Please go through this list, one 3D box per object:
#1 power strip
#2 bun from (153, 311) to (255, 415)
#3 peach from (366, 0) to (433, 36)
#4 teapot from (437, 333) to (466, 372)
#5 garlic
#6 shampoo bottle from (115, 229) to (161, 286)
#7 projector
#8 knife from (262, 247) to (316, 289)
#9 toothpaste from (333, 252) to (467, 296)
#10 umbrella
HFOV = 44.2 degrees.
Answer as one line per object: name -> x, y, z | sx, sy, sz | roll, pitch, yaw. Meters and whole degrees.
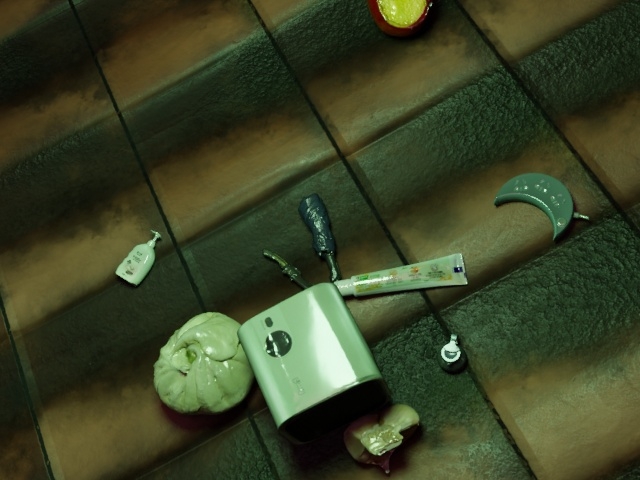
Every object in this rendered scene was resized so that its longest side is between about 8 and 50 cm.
power strip -> 0.536, -0.086, 1.887 | 0.216, 0.044, 0.137 | 33, 77, 25
bun -> -0.273, 0.292, 1.851 | 0.259, 0.160, 0.259 | -4, 65, 9
peach -> 0.216, -0.661, 2.137 | 0.196, 0.190, 0.226 | -42, 37, 32
teapot -> 0.299, 0.252, 1.784 | 0.066, 0.057, 0.088 | 9, 69, 17
garlic -> 0.139, 0.427, 1.731 | 0.174, 0.099, 0.124 | -26, 44, -3
shampoo bottle -> -0.468, 0.044, 2.075 | 0.077, 0.045, 0.152 | 29, 75, 24
projector -> -0.011, 0.276, 1.741 | 0.249, 0.248, 0.249 | -27, 63, 0
knife -> -0.066, 0.085, 1.969 | 0.222, 0.021, 0.045 | 31, 62, 21
toothpaste -> 0.189, 0.091, 1.889 | 0.314, 0.058, 0.056 | -9, 23, 5
umbrella -> 0.008, -0.002, 1.977 | 0.071, 0.071, 0.248 | -22, 70, 3
